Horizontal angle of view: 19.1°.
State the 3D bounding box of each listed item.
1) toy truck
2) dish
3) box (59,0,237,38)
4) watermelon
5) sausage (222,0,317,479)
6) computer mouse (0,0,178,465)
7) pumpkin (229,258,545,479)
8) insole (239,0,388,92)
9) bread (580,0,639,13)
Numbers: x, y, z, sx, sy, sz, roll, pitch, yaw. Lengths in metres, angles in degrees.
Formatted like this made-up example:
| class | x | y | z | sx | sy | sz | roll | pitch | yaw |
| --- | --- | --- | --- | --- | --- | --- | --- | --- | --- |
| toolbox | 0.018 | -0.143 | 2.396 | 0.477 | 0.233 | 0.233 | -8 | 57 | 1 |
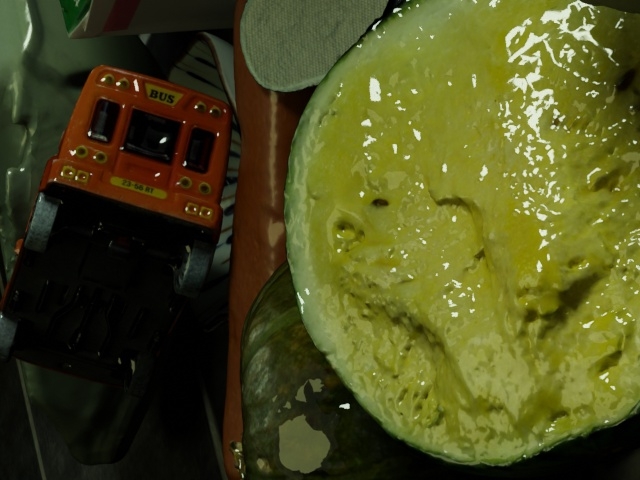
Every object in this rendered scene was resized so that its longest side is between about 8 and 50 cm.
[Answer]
| class | x | y | z | sx | sy | sz | roll | pitch | yaw |
| --- | --- | --- | --- | --- | --- | --- | --- | --- | --- |
| toy truck | -0.127 | 0.003 | 1.151 | 0.253 | 0.107 | 0.114 | 124 | 160 | -61 |
| dish | -0.045 | -0.036 | 1.182 | 0.190 | 0.066 | 0.191 | 175 | 90 | -69 |
| box | -0.105 | -0.230 | 1.182 | 0.081 | 0.135 | 0.199 | 132 | 127 | -59 |
| watermelon | 0.093 | -0.010 | 0.780 | 0.204 | 0.127 | 0.232 | -45 | 55 | 20 |
| sausage | 0.001 | 0.000 | 1.054 | 0.094 | 0.097 | 0.349 | 25 | 119 | 50 |
| computer mouse | -0.166 | -0.025 | 1.375 | 0.228 | 0.145 | 0.429 | -114 | 17 | -48 |
| pumpkin | 0.034 | 0.099 | 0.926 | 0.223 | 0.157 | 0.224 | 177 | 90 | -84 |
| insole | 0.043 | -0.111 | 0.916 | 0.232 | 0.003 | 0.080 | -2 | 95 | 42 |
| bread | 0.129 | -0.167 | 0.645 | 0.141 | 0.148 | 0.134 | 110 | 163 | -45 |
